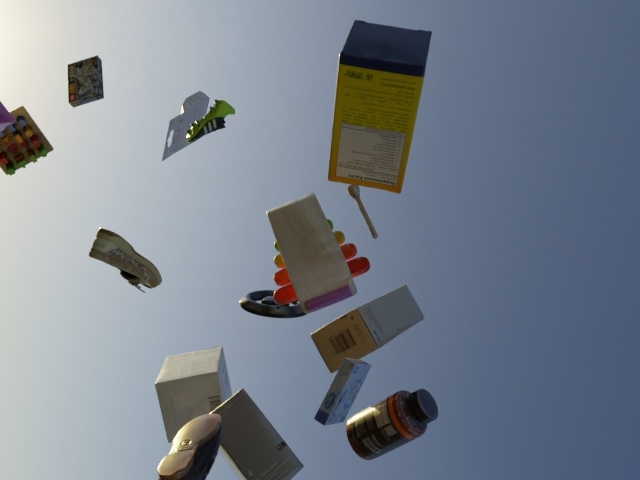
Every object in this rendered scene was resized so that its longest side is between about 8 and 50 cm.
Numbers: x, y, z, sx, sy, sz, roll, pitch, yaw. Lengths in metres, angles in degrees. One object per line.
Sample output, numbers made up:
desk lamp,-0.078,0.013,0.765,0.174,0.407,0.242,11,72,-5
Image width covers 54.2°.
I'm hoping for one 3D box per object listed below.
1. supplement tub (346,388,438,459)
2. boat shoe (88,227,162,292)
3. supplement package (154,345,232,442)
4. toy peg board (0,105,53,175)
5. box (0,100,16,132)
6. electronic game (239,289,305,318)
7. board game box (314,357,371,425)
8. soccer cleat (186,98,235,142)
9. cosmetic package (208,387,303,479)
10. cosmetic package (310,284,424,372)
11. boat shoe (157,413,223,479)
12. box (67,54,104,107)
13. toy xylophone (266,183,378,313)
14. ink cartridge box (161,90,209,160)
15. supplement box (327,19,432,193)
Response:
supplement tub,0.157,0.393,1.354,0.198,0.106,0.106,-36,-115,28
boat shoe,-0.547,0.071,1.749,0.104,0.285,0.089,12,-116,29
supplement package,-0.402,0.490,2.034,0.262,0.198,0.199,-126,-154,-80
toy peg board,-0.907,-0.287,1.865,0.079,0.161,0.160,43,-19,48
box,-0.934,-0.313,1.541,0.243,0.117,0.213,-32,-79,10
electronic game,-0.144,0.205,1.993,0.229,0.229,0.048,19,-73,51
board game box,0.032,0.204,0.847,0.020,0.090,0.090,27,-94,22
soccer cleat,-0.321,-0.336,1.822,0.179,0.072,0.060,-37,-136,27
cosmetic package,-0.166,0.486,1.483,0.238,0.127,0.107,49,-28,8
cosmetic package,0.128,0.220,1.606,0.160,0.309,0.113,-34,-101,30
boat shoe,-0.212,0.363,1.037,0.073,0.207,0.073,-9,-79,14
box,-0.650,-0.440,1.729,0.027,0.094,0.137,63,14,-65
toy xylophone,0.000,0.000,1.313,0.322,0.236,0.081,-101,173,-49
ink cartridge box,-0.498,-0.412,2.240,0.066,0.232,0.189,35,-48,12
supplement box,0.140,-0.322,1.537,0.195,0.194,0.356,-72,171,-47
